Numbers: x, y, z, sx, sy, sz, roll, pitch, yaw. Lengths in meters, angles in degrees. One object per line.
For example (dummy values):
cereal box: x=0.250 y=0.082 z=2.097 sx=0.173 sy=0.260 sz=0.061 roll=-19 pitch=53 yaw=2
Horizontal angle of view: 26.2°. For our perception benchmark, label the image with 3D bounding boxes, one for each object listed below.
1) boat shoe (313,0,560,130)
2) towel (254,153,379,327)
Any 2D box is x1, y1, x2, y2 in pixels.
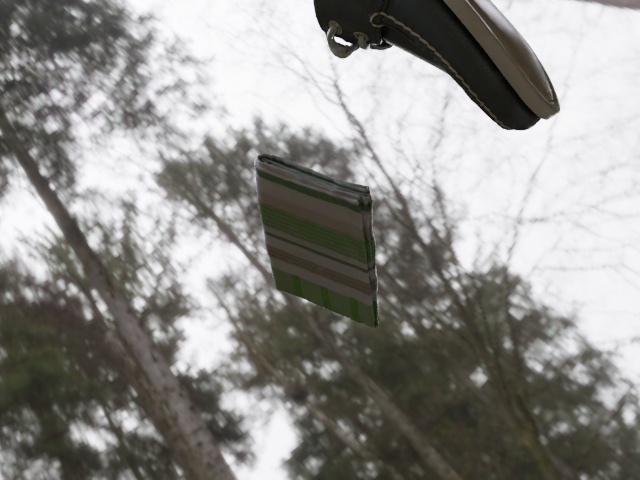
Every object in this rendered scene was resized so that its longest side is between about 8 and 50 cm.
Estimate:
boat shoe: x=0.039 y=-0.174 z=0.959 sx=0.099 sy=0.319 sz=0.116 roll=-46 pitch=-24 yaw=15
towel: x=0.000 y=0.000 z=1.161 sx=0.023 sy=0.113 sz=0.152 roll=-47 pitch=-33 yaw=-34
